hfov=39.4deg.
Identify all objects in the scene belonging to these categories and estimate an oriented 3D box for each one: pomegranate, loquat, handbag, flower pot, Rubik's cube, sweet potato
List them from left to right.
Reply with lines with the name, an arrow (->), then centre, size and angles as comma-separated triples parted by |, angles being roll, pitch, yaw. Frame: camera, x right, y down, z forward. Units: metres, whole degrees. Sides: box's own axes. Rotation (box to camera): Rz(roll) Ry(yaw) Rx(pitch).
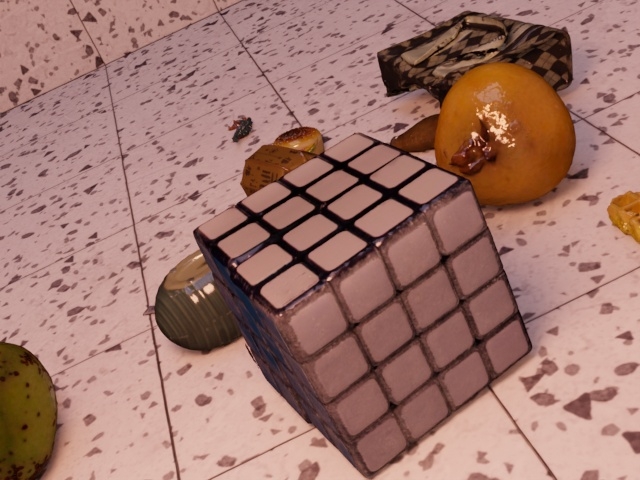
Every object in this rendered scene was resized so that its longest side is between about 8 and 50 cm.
pomegranate -> -0.583, 0.310, 1.598 | 0.285, 0.285, 0.341 | -19, -2, 10
flower pot -> -0.203, 0.103, 1.708 | 0.243, 0.157, 0.189 | -38, 34, -18
Rubik's cube -> 0.061, 0.082, 1.374 | 0.344, 0.344, 0.337 | -34, 33, -14
sweet potato -> 0.273, -0.235, 1.966 | 0.286, 0.085, 0.112 | 5, 46, 41
handbag -> 0.334, -0.406, 2.065 | 0.317, 0.180, 0.416 | -22, 25, -14
loquat -> 0.336, -0.190, 1.682 | 0.275, 0.274, 0.275 | -18, 31, 11

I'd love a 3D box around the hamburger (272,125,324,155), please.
hamburger -> -0.057, -0.232, 2.196 | 0.127, 0.081, 0.141 | 2, 38, 36

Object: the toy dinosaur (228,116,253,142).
toy dinosaur -> -0.219, -0.304, 2.456 | 0.055, 0.049, 0.154 | -10, 28, 17

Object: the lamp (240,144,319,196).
lamp -> -0.079, -0.133, 1.993 | 0.161, 0.161, 0.185 | -41, 34, -26

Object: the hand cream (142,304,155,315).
hand cream -> -0.334, 0.142, 1.875 | 0.093, 0.019, 0.030 | -6, 33, 32

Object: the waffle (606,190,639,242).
waffle -> 0.621, -0.044, 1.453 | 0.229, 0.057, 0.219 | -24, 31, -1
